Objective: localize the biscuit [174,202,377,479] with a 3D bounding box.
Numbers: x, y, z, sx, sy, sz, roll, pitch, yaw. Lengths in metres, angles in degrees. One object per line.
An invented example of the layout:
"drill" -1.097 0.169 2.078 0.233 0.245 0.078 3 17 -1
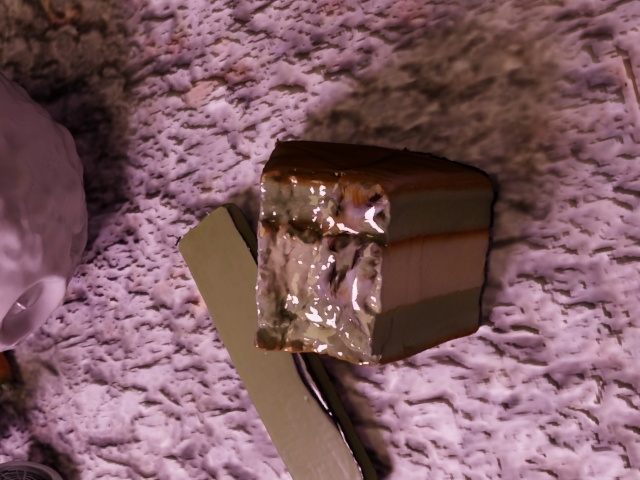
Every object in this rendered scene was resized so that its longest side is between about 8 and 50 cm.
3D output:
"biscuit" -0.041 0.115 1.117 0.099 0.038 0.322 -39 73 38

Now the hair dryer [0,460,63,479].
"hair dryer" -0.247 0.389 1.289 0.357 0.107 0.173 19 108 25

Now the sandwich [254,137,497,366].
"sandwich" 0.000 0.001 0.970 0.227 0.198 0.155 12 104 35

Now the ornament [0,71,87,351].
"ornament" -0.400 -0.022 1.189 0.337 0.337 0.337 6 99 37

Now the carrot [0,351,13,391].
"carrot" -0.408 0.131 1.402 0.142 0.035 0.035 52 123 26
